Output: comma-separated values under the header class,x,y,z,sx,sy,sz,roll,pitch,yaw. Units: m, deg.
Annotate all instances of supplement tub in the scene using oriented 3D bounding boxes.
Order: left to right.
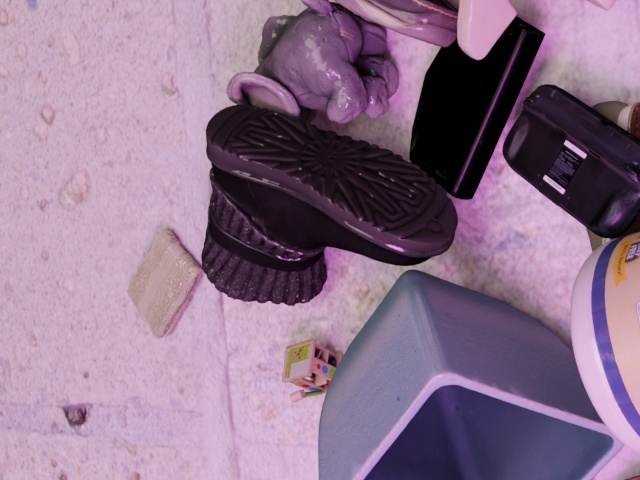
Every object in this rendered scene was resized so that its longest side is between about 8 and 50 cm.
class,x,y,z,sx,sy,sz,roll,pitch,yaw
supplement tub,0.421,0.071,1.107,0.316,0.228,0.228,-21,81,39

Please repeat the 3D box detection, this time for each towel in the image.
class,x,y,z,sx,sy,sz,roll,pitch,yaw
towel,-0.238,0.066,1.795,0.110,0.027,0.148,48,122,25

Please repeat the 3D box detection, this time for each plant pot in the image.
class,x,y,z,sx,sy,sz,roll,pitch,yaw
plant pot,0.144,0.177,1.337,0.248,0.247,0.252,-56,26,29

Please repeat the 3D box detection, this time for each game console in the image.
class,x,y,z,sx,sy,sz,roll,pitch,yaw
game console,0.227,-0.114,1.320,0.361,0.044,0.213,46,123,46

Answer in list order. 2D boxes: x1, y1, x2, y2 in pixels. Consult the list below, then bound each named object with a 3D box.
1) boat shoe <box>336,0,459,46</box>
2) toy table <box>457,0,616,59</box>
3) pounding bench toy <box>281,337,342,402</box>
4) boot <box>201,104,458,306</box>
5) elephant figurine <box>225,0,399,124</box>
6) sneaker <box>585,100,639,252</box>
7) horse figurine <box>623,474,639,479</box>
class,x,y,z,sx,sy,sz,roll,pitch,yaw
boat shoe,0.051,-0.362,1.433,0.355,0.132,0.130,46,116,32
toy table,0.196,-0.329,1.258,0.252,0.161,0.274,-45,41,18
pounding bench toy,-0.010,0.184,1.575,0.052,0.065,0.083,-21,50,40
boot,0.002,-0.003,1.482,0.348,0.131,0.260,27,137,23
elephant figurine,-0.038,-0.199,1.506,0.239,0.169,0.186,-11,93,36
sneaker,0.307,-0.059,1.303,0.086,0.064,0.192,13,101,45
horse figurine,0.405,0.335,1.254,0.263,0.066,0.174,43,127,26
